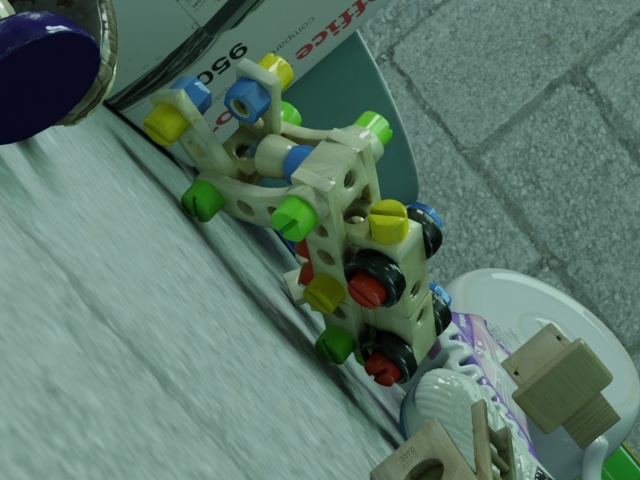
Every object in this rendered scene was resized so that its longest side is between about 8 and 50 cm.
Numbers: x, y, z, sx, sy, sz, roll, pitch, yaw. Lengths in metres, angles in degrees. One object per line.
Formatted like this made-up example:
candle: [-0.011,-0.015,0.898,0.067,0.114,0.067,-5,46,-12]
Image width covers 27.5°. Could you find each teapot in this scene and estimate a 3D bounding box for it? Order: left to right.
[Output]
teapot: [0.190,0.168,1.337,0.253,0.187,0.256,32,29,4]

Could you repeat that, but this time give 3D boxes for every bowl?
bowl: [-0.045,-0.136,1.349,0.311,0.163,0.311,58,-8,13]

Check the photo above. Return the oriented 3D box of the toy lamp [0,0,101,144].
toy lamp: [-0.205,-0.168,0.622,0.274,0.080,0.080,50,3,18]

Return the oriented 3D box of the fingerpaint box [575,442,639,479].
fingerpaint box: [0.334,0.291,1.901,0.445,0.163,0.371,50,3,5]

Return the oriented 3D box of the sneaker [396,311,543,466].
sneaker: [0.150,0.152,1.152,0.105,0.095,0.236,-3,56,-43]

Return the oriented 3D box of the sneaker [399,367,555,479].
sneaker: [0.144,0.210,1.039,0.237,0.085,0.086,58,-21,21]

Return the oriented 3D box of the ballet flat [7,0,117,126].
ballet flat: [-0.162,-0.125,0.752,0.058,0.084,0.250,46,-1,-39]

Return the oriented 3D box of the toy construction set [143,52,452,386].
toy construction set: [0.000,0.000,1.059,0.215,0.151,0.327,23,-18,27]

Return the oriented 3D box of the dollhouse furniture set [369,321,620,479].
dollhouse furniture set: [0.157,0.176,0.828,0.182,0.161,0.101,47,4,-23]

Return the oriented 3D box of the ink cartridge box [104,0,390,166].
ink cartridge box: [-0.114,-0.259,1.050,0.166,0.285,0.395,53,5,23]

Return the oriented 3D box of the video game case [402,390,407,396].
video game case: [0.132,0.206,1.491,0.087,0.011,0.122,51,4,15]

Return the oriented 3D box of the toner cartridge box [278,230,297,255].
toner cartridge box: [-0.041,-0.063,1.682,0.348,0.075,0.165,52,3,37]
